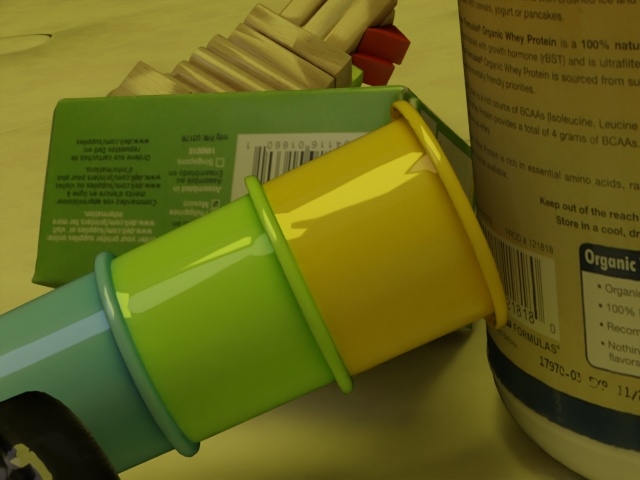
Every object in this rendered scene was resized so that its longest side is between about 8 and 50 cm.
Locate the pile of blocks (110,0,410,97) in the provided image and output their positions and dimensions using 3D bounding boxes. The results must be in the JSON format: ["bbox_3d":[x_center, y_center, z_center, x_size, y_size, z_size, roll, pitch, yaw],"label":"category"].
[{"bbox_3d":[-0.033,-0.085,0.867,0.112,0.149,0.362,32,40,14],"label":"pile of blocks"}]

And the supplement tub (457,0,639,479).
[{"bbox_3d":[0.167,-0.081,0.457,0.228,0.316,0.228,-7,21,3],"label":"supplement tub"}]

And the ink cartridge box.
[{"bbox_3d":[0.000,0.000,0.647,0.188,0.097,0.255,1,-11,24],"label":"ink cartridge box"}]

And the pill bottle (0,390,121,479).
[{"bbox_3d":[-0.158,0.122,0.313,0.219,0.123,0.123,-20,24,-34],"label":"pill bottle"}]

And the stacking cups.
[{"bbox_3d":[-0.092,0.053,0.439,0.316,0.096,0.096,-24,22,-3],"label":"stacking cups"}]
